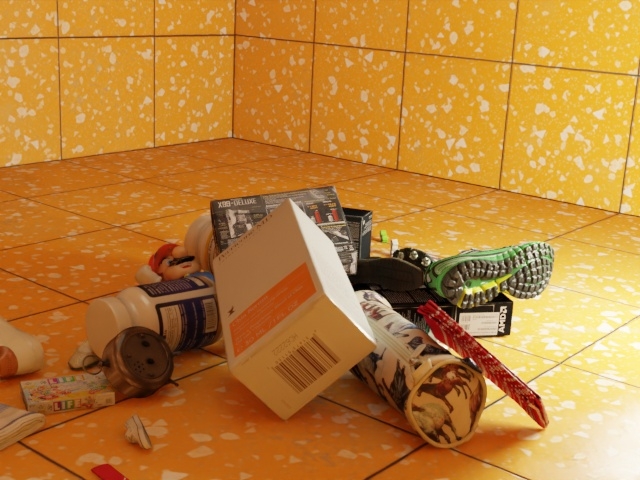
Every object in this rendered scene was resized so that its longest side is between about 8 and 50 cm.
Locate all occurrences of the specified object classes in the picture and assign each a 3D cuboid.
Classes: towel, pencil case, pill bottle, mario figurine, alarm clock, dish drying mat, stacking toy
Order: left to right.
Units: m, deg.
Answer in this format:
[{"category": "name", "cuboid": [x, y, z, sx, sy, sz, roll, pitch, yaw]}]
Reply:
[{"category": "towel", "cuboid": [-0.639, 0.306, 1.604, 0.285, 0.034, 0.209, 10, 16, 27]}, {"category": "dish drying mat", "cuboid": [-0.325, 0.370, 1.474, 0.032, 0.008, 0.083, -12, 21, -40]}, {"category": "alarm clock", "cuboid": [-0.353, 0.225, 1.751, 0.192, 0.129, 0.064, -1, -28, -40]}, {"category": "pill bottle", "cuboid": [-0.335, 0.162, 1.933, 0.265, 0.153, 0.153, -7, 18, -44]}, {"category": "mario figurine", "cuboid": [-0.296, 0.085, 2.196, 0.320, 0.170, 0.198, 28, -6, 41]}, {"category": "pill bottle", "cuboid": [-0.181, 0.035, 2.379, 0.334, 0.188, 0.188, 15, 20, 37]}, {"category": "stacking toy", "cuboid": [0.132, -0.001, 2.823, 0.167, 0.052, 0.221, 1, 15, -6]}, {"category": "pencil case", "cuboid": [0.145, 0.221, 1.766, 0.160, 0.183, 0.410, -29, 25, -14]}, {"category": "towel", "cuboid": [0.295, 0.225, 1.697, 0.275, 0.031, 0.199, 42, -5, 28]}]

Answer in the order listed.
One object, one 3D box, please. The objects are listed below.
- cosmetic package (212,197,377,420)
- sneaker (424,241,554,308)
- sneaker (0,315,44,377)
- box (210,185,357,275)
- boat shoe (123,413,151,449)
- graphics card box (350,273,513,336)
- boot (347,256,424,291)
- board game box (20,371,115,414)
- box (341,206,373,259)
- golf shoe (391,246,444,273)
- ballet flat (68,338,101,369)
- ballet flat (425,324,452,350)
[{"category": "cosmetic package", "cuboid": [-0.066, 0.117, 1.847, 0.230, 0.161, 0.453, -40, 24, 7]}, {"category": "sneaker", "cuboid": [0.393, 0.059, 2.154, 0.344, 0.134, 0.146, -5, 18, -29]}, {"category": "sneaker", "cuboid": [-0.685, 0.196, 1.857, 0.290, 0.106, 0.123, 14, 17, 32]}, {"category": "box", "cuboid": [-0.091, -0.009, 2.180, 0.307, 0.076, 0.242, -8, 43, -9]}, {"category": "boat shoe", "cuboid": [-0.312, 0.329, 1.591, 0.035, 0.035, 0.100, -30, 28, -11]}, {"category": "graphics card box", "cuboid": [0.237, 0.151, 2.212, 0.371, 0.094, 0.233, -2, 16, -14]}, {"category": "boot", "cuboid": [0.163, 0.065, 2.212, 0.198, 0.076, 0.137, 10, 11, 23]}, {"category": "board game box", "cuboid": [-0.467, 0.281, 1.735, 0.154, 0.026, 0.103, -5, 17, -25]}, {"category": "box", "cuboid": [0.000, 0.000, 2.548, 0.261, 0.184, 0.103, 8, 14, 19]}, {"category": "golf shoe", "cuboid": [0.309, 0.093, 2.472, 0.273, 0.105, 0.120, 18, 3, 32]}, {"category": "ballet flat", "cuboid": [-0.458, 0.215, 1.930, 0.057, 0.052, 0.168, 7, 16, 24]}, {"category": "ballet flat", "cuboid": [0.243, 0.225, 1.986, 0.068, 0.072, 0.213, 11, 16, 13]}]
